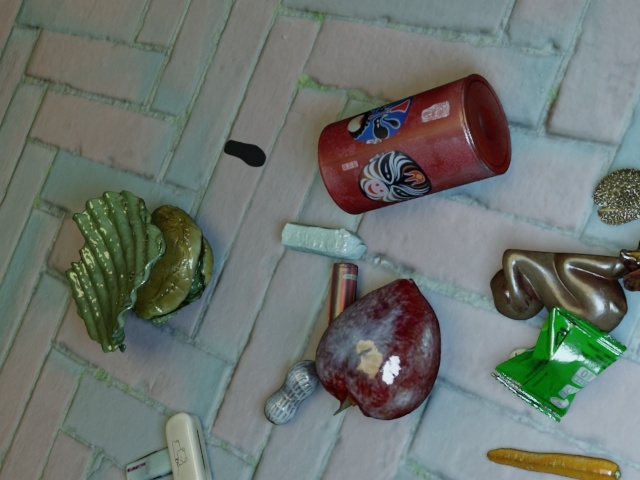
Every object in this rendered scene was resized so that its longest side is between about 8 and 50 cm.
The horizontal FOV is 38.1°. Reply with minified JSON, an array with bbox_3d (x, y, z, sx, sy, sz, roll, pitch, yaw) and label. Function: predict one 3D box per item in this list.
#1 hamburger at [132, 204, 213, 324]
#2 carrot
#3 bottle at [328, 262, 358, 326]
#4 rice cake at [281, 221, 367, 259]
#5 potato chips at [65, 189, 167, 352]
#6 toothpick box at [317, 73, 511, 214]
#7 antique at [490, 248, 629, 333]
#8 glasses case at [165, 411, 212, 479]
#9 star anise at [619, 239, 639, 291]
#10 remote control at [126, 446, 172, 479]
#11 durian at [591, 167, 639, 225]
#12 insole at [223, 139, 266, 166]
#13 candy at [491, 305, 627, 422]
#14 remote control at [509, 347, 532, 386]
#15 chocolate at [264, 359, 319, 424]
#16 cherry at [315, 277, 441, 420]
[{"bbox_3d":[-0.385,0.060,2.245,0.265,0.134,0.285,42,102,38],"label":"hamburger"},{"bbox_3d":[0.397,0.384,1.596,0.248,0.043,0.043,-1,75,39],"label":"carrot"},{"bbox_3d":[0.044,0.132,1.941,0.060,0.060,0.164,-6,72,36],"label":"bottle"},{"bbox_3d":[0.001,0.000,2.011,0.206,0.069,0.063,9,81,38],"label":"rice cake"},{"bbox_3d":[-0.498,0.080,2.197,0.389,0.097,0.373,40,114,48],"label":"potato chips"},{"bbox_3d":[0.185,-0.185,1.844,0.333,0.204,0.204,-15,67,32],"label":"toothpick box"},{"bbox_3d":[0.416,0.090,1.634,0.257,0.121,0.143,7,89,32],"label":"antique"},{"bbox_3d":[-0.298,0.485,2.091,0.083,0.050,0.196,-34,57,27],"label":"glasses case"},{"bbox_3d":[0.579,0.081,1.491,0.073,0.177,0.234,101,148,-45],"label":"star anise"},{"bbox_3d":[-0.395,0.526,2.165,0.166,0.029,0.065,-27,61,28],"label":"remote control"},{"bbox_3d":[0.540,-0.078,1.622,0.140,0.071,0.110,12,83,34],"label":"durian"},{"bbox_3d":[-0.185,-0.214,2.267,0.153,0.002,0.053,21,88,40],"label":"insole"},{"bbox_3d":[0.398,0.211,1.579,0.141,0.078,0.203,44,126,19],"label":"candy"},{"bbox_3d":[0.398,0.217,1.655,0.122,0.032,0.074,-21,65,30],"label":"remote control"},{"bbox_3d":[-0.057,0.318,1.949,0.167,0.072,0.072,-53,51,14],"label":"chocolate"},{"bbox_3d":[0.118,0.212,1.764,0.230,0.203,0.300,19,79,47],"label":"cherry"}]
